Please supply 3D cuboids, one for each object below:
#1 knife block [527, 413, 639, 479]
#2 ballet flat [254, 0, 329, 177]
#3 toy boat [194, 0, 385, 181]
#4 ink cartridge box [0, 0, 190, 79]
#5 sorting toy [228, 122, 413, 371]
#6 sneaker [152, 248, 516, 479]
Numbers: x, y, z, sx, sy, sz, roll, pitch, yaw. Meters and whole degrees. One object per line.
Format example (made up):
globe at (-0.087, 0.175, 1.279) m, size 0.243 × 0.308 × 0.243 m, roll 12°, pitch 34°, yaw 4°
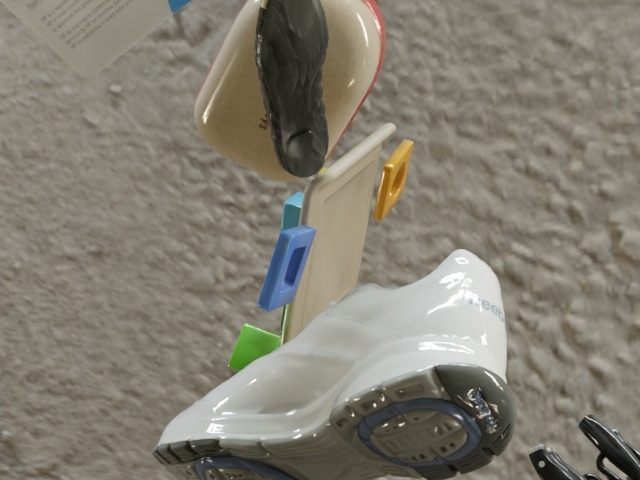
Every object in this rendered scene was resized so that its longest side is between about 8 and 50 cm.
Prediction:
knife block at (0.296, 0.264, 1.055) m, size 0.242 × 0.275 × 0.088 m, roll 39°, pitch 99°, yaw -11°
ballet flat at (-0.025, -0.123, 0.933) m, size 0.058 × 0.173 × 0.049 m, roll -16°, pitch 39°, yaw -17°
toy boat at (-0.024, -0.183, 1.279) m, size 0.151 × 0.231 × 0.151 m, roll 27°, pitch 40°, yaw -9°
ink cartridge box at (-0.186, -0.295, 0.849) m, size 0.223 × 0.307 × 0.129 m, roll -29°, pitch 29°, yaw 37°
sorting toy at (0.000, 0.000, 1.100) m, size 0.047 × 0.348 × 0.196 m, roll 21°, pitch 115°, yaw 14°
sneaker at (0.010, 0.102, 0.813) m, size 0.297 × 0.111 × 0.129 m, roll -23°, pitch 36°, yaw 37°
